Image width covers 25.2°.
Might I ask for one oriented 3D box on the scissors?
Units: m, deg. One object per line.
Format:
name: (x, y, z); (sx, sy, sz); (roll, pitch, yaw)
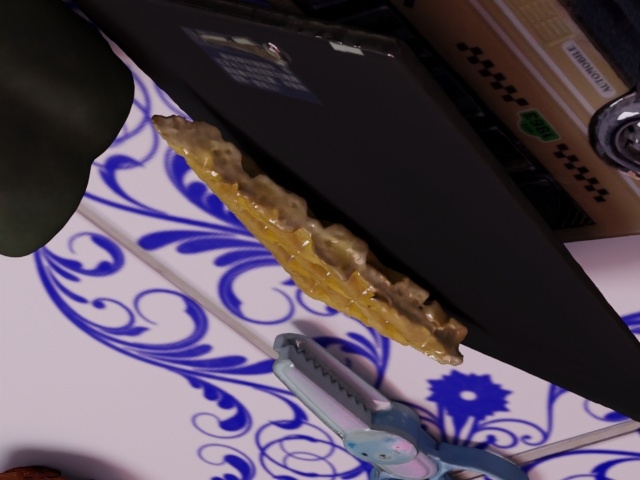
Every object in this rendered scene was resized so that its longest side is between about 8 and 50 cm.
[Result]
scissors: (0.046, 0.140, 1.030); (0.125, 0.030, 0.256); (-17, 136, 33)

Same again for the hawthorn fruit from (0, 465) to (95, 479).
hawthorn fruit: (-0.233, 0.269, 1.157); (0.148, 0.172, 0.148); (6, 156, 3)

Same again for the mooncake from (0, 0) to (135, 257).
mooncake: (-0.176, -0.055, 0.750); (0.104, 0.175, 0.168); (36, 110, -27)

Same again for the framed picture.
framed picture: (0.038, -0.014, 0.728); (0.255, 0.014, 0.338); (21, 163, 47)

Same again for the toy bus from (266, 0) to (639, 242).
toy bus: (0.068, -0.125, 0.617); (0.157, 0.139, 0.289); (-14, 138, 39)

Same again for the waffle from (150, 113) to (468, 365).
waffle: (0.000, 0.000, 0.760); (0.125, 0.032, 0.191); (29, 169, 34)
